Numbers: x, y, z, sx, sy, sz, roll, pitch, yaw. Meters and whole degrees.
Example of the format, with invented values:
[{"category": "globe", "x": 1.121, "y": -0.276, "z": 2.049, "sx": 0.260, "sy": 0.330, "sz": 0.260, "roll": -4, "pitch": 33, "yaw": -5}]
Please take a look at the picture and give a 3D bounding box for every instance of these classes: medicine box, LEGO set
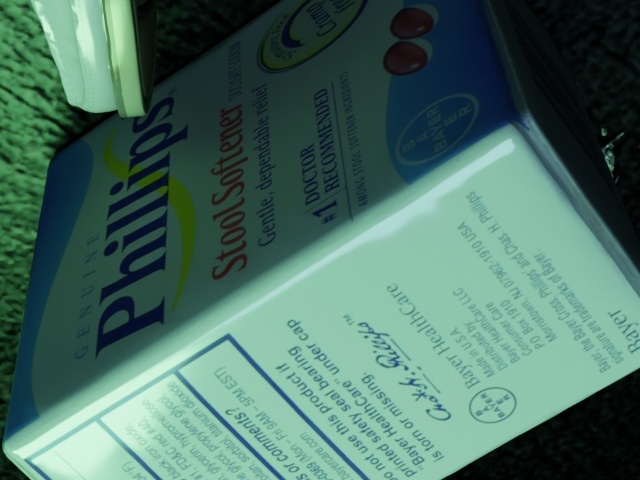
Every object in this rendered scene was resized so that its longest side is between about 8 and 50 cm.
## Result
[{"category": "medicine box", "x": 0.000, "y": 0.000, "z": 0.813, "sx": 0.289, "sy": 0.263, "sz": 0.149, "roll": -32, "pitch": 120, "yaw": 16}, {"category": "LEGO set", "x": 0.174, "y": -0.043, "z": 0.941, "sx": 0.083, "sy": 0.023, "sz": 0.054, "roll": -10, "pitch": 124, "yaw": 3}]

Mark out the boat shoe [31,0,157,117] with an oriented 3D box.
[{"category": "boat shoe", "x": -0.147, "y": -0.201, "z": 0.764, "sx": 0.103, "sy": 0.113, "sz": 0.302, "roll": -8, "pitch": 114, "yaw": 3}]
